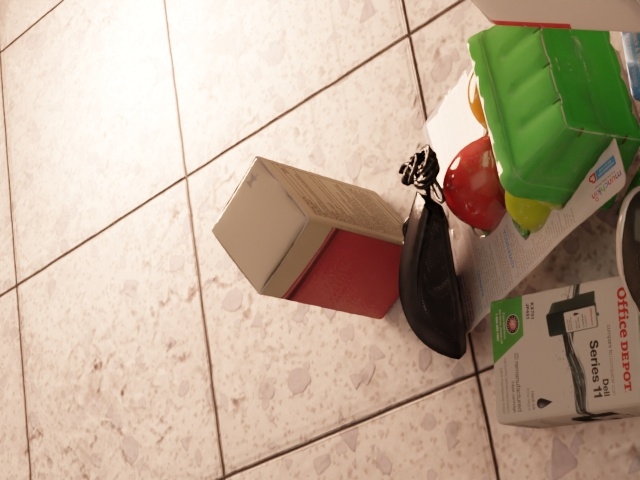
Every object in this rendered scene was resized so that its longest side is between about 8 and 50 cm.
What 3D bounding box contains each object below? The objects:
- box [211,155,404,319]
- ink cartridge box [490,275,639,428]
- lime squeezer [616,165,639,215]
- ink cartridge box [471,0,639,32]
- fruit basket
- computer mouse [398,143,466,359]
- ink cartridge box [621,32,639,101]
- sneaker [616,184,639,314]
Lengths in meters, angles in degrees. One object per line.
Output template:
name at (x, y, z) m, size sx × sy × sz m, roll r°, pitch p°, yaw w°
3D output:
box at (0.000, 0.000, 1.880) m, size 0.126 × 0.232 × 0.148 m, roll -57°, pitch 46°, yaw 19°
ink cartridge box at (0.305, 0.130, 1.634) m, size 0.208 × 0.087 × 0.153 m, roll -16°, pitch 70°, yaw 43°
lime squeezer at (0.404, -0.183, 1.646) m, size 0.110 × 0.059 × 0.310 m, roll 163°, pitch 114°, yaw -76°
ink cartridge box at (0.312, -0.412, 1.449) m, size 0.384 × 0.160 × 0.279 m, roll -55°, pitch 28°, yaw -10°
fruit basket at (0.242, -0.107, 1.733) m, size 0.353 × 0.166 × 0.327 m, roll 120°, pitch 147°, yaw -52°
computer mouse at (0.127, 0.020, 1.791) m, size 0.188 × 0.072 × 0.272 m, roll -132°, pitch 32°, yaw -89°
ink cartridge box at (0.474, -0.256, 1.469) m, size 0.270 × 0.198 × 0.197 m, roll -22°, pitch 64°, yaw 42°
sneaker at (0.386, 0.075, 1.469) m, size 0.105 × 0.147 × 0.295 m, roll -12°, pitch 82°, yaw -2°
